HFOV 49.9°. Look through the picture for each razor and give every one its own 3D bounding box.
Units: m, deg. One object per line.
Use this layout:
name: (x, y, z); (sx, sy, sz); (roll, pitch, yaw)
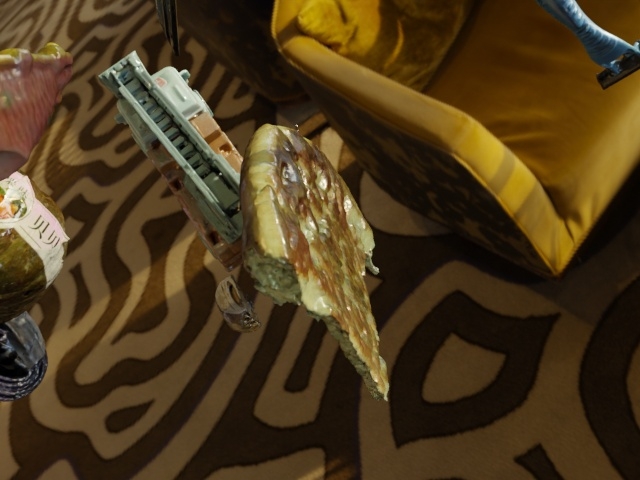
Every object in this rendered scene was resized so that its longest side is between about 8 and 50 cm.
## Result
razor: (0.231, -0.229, 0.656); (0.082, 0.253, 0.042); (-30, 37, 46)

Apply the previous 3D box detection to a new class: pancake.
pancake: (-0.003, -0.004, 0.838); (0.067, 0.304, 0.426); (-23, 25, 13)

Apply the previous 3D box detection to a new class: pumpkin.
pumpkin: (-0.440, -0.016, 0.856); (0.260, 0.260, 0.189); (-13, 35, 29)

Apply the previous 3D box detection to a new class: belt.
belt: (-0.536, 0.147, 1.068); (0.126, 0.230, 0.139); (2, 43, 37)

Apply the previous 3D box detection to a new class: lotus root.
lotus root: (-0.086, 0.069, 0.702); (0.030, 0.037, 0.083); (-33, 32, -1)

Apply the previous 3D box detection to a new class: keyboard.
keyboard: (-0.187, -0.293, 0.824); (0.011, 0.202, 0.067); (-25, 83, -13)

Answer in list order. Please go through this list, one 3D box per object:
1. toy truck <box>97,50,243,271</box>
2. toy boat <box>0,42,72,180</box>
toy truck: (-0.192, -0.133, 1.020); (0.133, 0.184, 0.338); (-35, 79, -5)
toy boat: (-0.302, -0.065, 0.459); (0.318, 0.141, 0.099); (-26, 69, -37)
